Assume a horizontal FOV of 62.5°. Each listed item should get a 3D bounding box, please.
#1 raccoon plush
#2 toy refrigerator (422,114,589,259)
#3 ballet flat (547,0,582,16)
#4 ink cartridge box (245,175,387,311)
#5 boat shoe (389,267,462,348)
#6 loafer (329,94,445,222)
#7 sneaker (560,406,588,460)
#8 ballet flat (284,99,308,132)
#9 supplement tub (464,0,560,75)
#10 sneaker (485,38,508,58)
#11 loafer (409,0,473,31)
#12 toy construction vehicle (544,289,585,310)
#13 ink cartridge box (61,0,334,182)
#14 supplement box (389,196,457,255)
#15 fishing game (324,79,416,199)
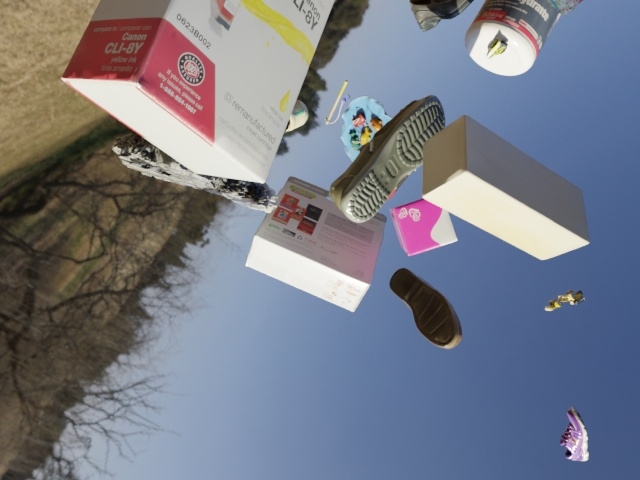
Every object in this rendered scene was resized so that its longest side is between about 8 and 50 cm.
[{"bbox_3d":[-0.246,-0.262,1.124,0.216,0.446,0.299,10,-97,28],"label":"raccoon plush"},{"bbox_3d":[0.279,-0.069,0.798,0.094,0.269,0.102,-31,-136,49],"label":"toy refrigerator"},{"bbox_3d":[0.486,-0.476,0.902,0.241,0.077,0.091,-34,-147,5],"label":"ballet flat"},{"bbox_3d":[0.000,0.000,1.415,0.130,0.309,0.272,114,0,-45],"label":"ink cartridge box"},{"bbox_3d":[0.302,0.181,1.418,0.111,0.104,0.307,-49,-146,14],"label":"boat shoe"},{"bbox_3d":[0.101,-0.140,0.835,0.251,0.094,0.087,-46,-140,-15],"label":"loafer"},{"bbox_3d":[0.709,0.550,1.483,0.071,0.170,0.068,-9,-165,12],"label":"sneaker"},{"bbox_3d":[-0.139,-0.271,1.276,0.248,0.086,0.086,-17,-142,40],"label":"ballet flat"},{"bbox_3d":[0.518,-0.591,1.374,0.272,0.191,0.191,-60,-164,-6],"label":"supplement tub"},{"bbox_3d":[0.437,-0.470,1.309,0.083,0.035,0.031,134,-26,-89],"label":"sneaker"},{"bbox_3d":[0.217,-0.424,0.925,0.062,0.061,0.170,-54,-159,-19],"label":"loafer"},{"bbox_3d":[0.647,0.153,1.398,0.098,0.035,0.086,-22,177,-9],"label":"toy construction vehicle"},{"bbox_3d":[-0.147,-0.321,0.784,0.160,0.279,0.385,12,-104,33],"label":"ink cartridge box"},{"bbox_3d":[0.230,-0.040,1.215,0.111,0.114,0.220,-18,-177,5],"label":"supplement box"},{"bbox_3d":[0.103,-0.225,1.176,0.041,0.264,0.189,-25,164,-33],"label":"fishing game"}]
